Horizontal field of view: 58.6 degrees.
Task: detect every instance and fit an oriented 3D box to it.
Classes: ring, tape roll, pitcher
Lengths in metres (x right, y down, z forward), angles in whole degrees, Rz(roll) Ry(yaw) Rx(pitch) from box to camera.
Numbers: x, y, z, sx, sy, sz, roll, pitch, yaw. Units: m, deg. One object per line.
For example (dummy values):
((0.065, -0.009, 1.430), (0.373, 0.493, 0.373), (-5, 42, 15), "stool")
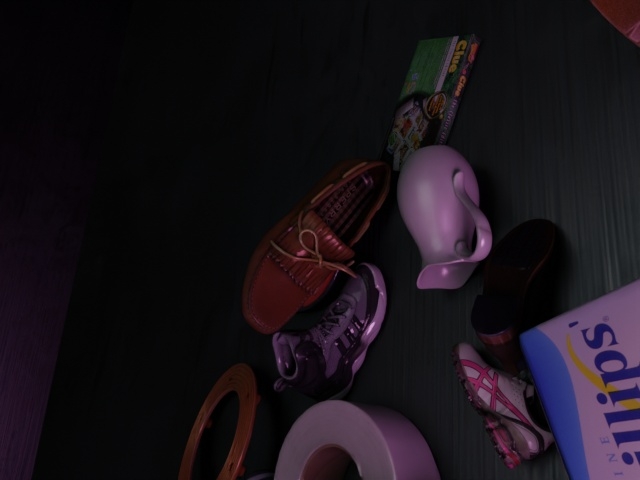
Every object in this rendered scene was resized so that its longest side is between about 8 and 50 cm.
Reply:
((-0.211, 0.421, 1.187), (0.336, 0.032, 0.336), (-47, 26, 32), "ring")
((0.049, 0.396, 0.886), (0.286, 0.100, 0.286), (-24, 56, 43), "tape roll")
((0.194, -0.047, 0.863), (0.178, 0.126, 0.207), (130, 139, -62), "pitcher")

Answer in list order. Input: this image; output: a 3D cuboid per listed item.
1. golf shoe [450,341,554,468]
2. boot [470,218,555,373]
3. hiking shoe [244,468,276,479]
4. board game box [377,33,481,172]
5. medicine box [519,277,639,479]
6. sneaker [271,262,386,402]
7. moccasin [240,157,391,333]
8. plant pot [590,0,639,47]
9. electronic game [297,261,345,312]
((0.243, 0.209, 0.771), (0.086, 0.067, 0.186), (-29, 45, 4), "golf shoe")
((0.272, 0.073, 0.776), (0.082, 0.106, 0.219), (5, 47, 43), "boot")
((-0.147, 0.571, 1.039), (0.132, 0.113, 0.304), (40, 106, 51), "hiking shoe")
((0.193, -0.245, 1.043), (0.136, 0.030, 0.259), (20, 91, 54), "board game box")
((0.385, 0.163, 0.538), (0.289, 0.149, 0.263), (-37, 49, 35), "medicine box")
((0.011, 0.155, 0.991), (0.101, 0.153, 0.268), (25, 94, 52), "sneaker")
((0.002, 0.002, 1.000), (0.380, 0.139, 0.147), (-47, 21, -24), "moccasin")
((0.454, -0.322, 0.592), (0.254, 0.237, 0.237), (-53, 41, 19), "plant pot")
((-0.028, 0.036, 1.175), (0.229, 0.048, 0.229), (-24, 57, 43), "electronic game")
